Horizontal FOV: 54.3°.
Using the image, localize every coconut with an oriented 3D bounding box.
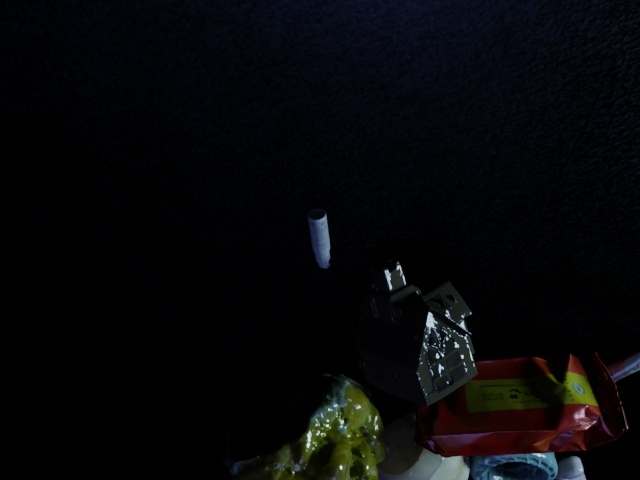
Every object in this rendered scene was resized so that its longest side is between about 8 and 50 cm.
[{"bbox_3d":[0.247,0.542,1.525,0.241,0.241,0.241,2,135,2],"label":"coconut"}]

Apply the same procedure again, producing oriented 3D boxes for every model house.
[{"bbox_3d":[0.177,0.143,1.179,0.204,0.211,0.243,-27,105,-25],"label":"model house"}]

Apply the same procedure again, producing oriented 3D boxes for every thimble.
[{"bbox_3d":[0.468,0.516,1.535,0.198,0.143,0.235,-32,124,31],"label":"thimble"}]

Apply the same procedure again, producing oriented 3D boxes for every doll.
[{"bbox_3d":[0.637,0.640,1.705,0.160,0.059,0.161,-17,132,17],"label":"doll"}]

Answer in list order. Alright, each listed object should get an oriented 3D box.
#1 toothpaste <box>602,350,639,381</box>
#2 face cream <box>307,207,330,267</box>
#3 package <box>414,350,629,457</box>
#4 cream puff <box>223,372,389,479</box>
[{"bbox_3d":[0.678,0.267,1.353,0.056,0.036,0.205,36,122,-26],"label":"toothpaste"},{"bbox_3d":[0.000,0.000,1.129,0.034,0.034,0.130,-3,133,6],"label":"face cream"},{"bbox_3d":[0.409,0.354,1.342,0.424,0.196,0.123,-8,138,10],"label":"package"},{"bbox_3d":[-0.016,0.473,1.375,0.378,0.378,0.275,-23,107,24],"label":"cream puff"}]
